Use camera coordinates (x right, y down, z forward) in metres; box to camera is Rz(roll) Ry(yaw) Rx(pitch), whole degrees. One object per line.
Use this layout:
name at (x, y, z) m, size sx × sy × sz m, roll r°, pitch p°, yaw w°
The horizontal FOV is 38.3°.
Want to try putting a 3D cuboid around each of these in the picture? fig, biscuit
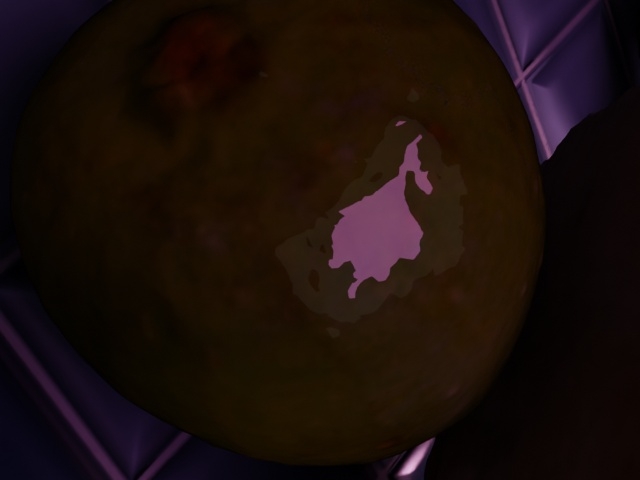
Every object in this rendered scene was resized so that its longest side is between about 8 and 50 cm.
fig at (0.000, 0.000, 0.507) m, size 0.326 × 0.258 × 0.258 m, roll 49°, pitch 61°, yaw -49°
biscuit at (0.147, 0.116, 0.579) m, size 0.104 × 0.429 × 0.445 m, roll 14°, pitch 83°, yaw -10°

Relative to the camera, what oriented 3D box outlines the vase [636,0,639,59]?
vase at (0.435, -0.164, 0.944) m, size 0.329 × 0.241 × 0.302 m, roll 17°, pitch 94°, yaw -66°
